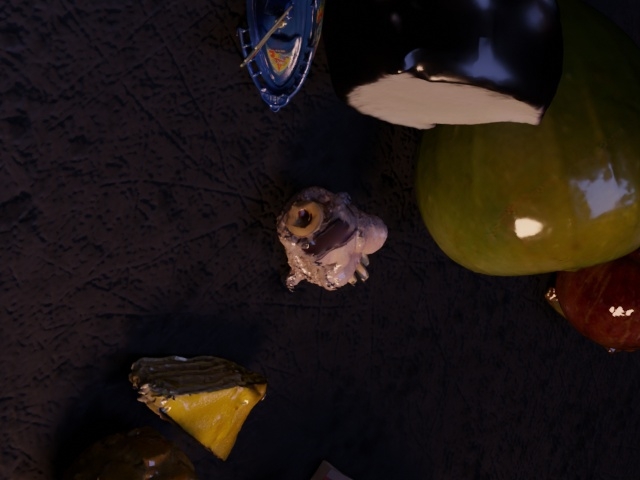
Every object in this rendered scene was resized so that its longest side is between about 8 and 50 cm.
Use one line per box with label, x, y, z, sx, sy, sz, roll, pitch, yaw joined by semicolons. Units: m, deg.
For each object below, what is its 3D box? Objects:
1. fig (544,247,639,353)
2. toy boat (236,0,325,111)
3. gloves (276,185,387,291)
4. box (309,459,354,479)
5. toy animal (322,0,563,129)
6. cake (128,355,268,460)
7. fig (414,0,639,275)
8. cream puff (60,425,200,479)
fig;0.407;0.067;1.894;0.205;0.205;0.205;-25;128;-37
toy boat;-0.049;-0.192;1.317;0.110;0.091;0.175;-47;147;-46
gloves;0.005;-0.007;1.478;0.110;0.094;0.144;-37;155;-16
box;0.033;0.375;1.739;0.135;0.081;0.199;-54;142;-9
toy animal;0.132;-0.273;1.326;0.251;0.251;0.310;17;75;-50
cake;-0.142;0.176;1.457;0.185;0.080;0.116;-11;132;-55
fig;0.242;-0.122;1.539;0.316;0.316;0.316;-25;128;-37
cream puff;-0.198;0.256;1.392;0.165;0.115;0.150;0;118;-57
